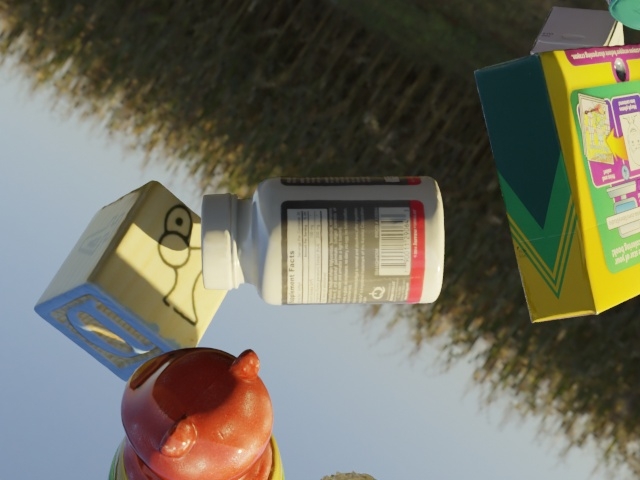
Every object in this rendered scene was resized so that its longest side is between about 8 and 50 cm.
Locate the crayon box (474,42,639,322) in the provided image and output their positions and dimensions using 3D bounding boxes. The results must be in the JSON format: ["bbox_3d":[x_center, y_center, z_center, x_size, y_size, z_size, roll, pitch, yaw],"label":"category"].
[{"bbox_3d":[0.365,-0.088,1.456,0.106,0.313,0.363,-10,-177,42],"label":"crayon box"}]

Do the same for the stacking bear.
[{"bbox_3d":[-0.106,0.189,0.939,0.164,0.175,0.289,40,148,19],"label":"stacking bear"}]

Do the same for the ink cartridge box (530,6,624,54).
[{"bbox_3d":[0.455,-0.300,1.971,0.128,0.127,0.176,11,145,27],"label":"ink cartridge box"}]

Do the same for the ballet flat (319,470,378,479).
[{"bbox_3d":[-0.079,0.415,1.516,0.147,0.409,0.147,47,151,38],"label":"ballet flat"}]

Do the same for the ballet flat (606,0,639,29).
[{"bbox_3d":[0.502,-0.394,1.450,0.139,0.139,0.400,33,165,-9],"label":"ballet flat"}]

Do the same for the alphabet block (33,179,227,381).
[{"bbox_3d":[-0.261,0.062,1.635,0.192,0.197,0.193,44,144,-22],"label":"alphabet block"}]

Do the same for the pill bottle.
[{"bbox_3d":[0.000,0.000,1.531,0.318,0.176,0.176,0,-174,-2],"label":"pill bottle"}]
